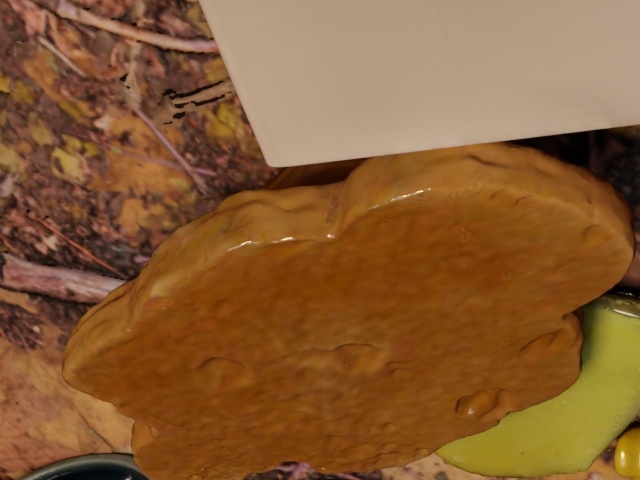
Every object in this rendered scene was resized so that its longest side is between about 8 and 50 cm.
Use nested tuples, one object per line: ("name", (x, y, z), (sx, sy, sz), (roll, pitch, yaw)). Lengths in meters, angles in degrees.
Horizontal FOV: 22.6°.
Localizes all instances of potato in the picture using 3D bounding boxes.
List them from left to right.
("potato", (0.145, 0.081, 1.001), (0.119, 0.054, 0.198), (42, 130, -6))

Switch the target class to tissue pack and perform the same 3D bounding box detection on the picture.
("tissue pack", (0.079, -0.143, 0.764), (0.246, 0.159, 0.136), (-4, 124, 31))

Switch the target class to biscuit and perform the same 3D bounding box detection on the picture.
("biscuit", (0.014, 0.053, 0.907), (0.269, 0.051, 0.376), (22, 138, -32))

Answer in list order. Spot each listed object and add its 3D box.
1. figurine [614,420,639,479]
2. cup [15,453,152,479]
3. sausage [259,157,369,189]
("figurine", (0.294, 0.169, 0.943), (0.263, 0.143, 0.162), (12, 99, 41))
("cup", (-0.133, 0.348, 1.278), (0.256, 0.331, 0.311), (27, 151, 56))
("sausage", (0.005, -0.001, 0.964), (0.112, 0.112, 0.328), (39, 135, -8))
